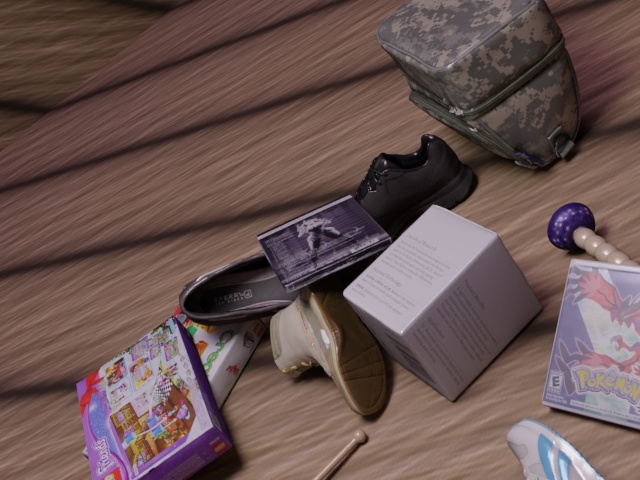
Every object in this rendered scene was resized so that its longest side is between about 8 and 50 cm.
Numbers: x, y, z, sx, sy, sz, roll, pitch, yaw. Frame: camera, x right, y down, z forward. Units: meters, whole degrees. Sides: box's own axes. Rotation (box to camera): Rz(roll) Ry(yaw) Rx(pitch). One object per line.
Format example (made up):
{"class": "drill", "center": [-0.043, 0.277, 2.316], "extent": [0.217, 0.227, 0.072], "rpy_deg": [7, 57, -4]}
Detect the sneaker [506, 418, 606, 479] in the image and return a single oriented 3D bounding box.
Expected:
{"class": "sneaker", "center": [0.257, 0.276, 1.006], "extent": [0.092, 0.087, 0.229], "rpy_deg": [-41, 31, -1]}

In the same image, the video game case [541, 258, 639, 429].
{"class": "video game case", "center": [0.359, 0.120, 1.080], "extent": [0.201, 0.023, 0.184], "rpy_deg": [7, 82, 48]}

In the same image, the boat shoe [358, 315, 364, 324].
{"class": "boat shoe", "center": [0.014, 0.119, 1.456], "extent": [0.152, 0.049, 0.056], "rpy_deg": [-28, 35, 16]}

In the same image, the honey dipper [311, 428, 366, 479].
{"class": "honey dipper", "center": [0.001, 0.311, 1.256], "extent": [0.160, 0.030, 0.030], "rpy_deg": [-45, 34, -14]}

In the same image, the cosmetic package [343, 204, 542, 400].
{"class": "cosmetic package", "center": [0.164, 0.080, 1.270], "extent": [0.183, 0.151, 0.151], "rpy_deg": [-43, 33, -10]}

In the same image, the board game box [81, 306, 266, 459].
{"class": "board game box", "center": [-0.235, 0.243, 1.537], "extent": [0.193, 0.053, 0.305], "rpy_deg": [-1, 48, 41]}

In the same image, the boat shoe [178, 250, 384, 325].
{"class": "boat shoe", "center": [-0.061, 0.066, 1.477], "extent": [0.335, 0.112, 0.095], "rpy_deg": [-16, 0, 6]}

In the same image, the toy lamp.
{"class": "toy lamp", "center": [0.387, 0.038, 1.183], "extent": [0.080, 0.080, 0.275], "rpy_deg": [-37, 31, 2]}

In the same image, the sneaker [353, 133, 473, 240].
{"class": "sneaker", "center": [0.101, -0.072, 1.536], "extent": [0.286, 0.130, 0.109], "rpy_deg": [-35, 34, 6]}

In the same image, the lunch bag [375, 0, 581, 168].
{"class": "lunch bag", "center": [0.263, -0.266, 1.504], "extent": [0.212, 0.256, 0.305], "rpy_deg": [-41, 32, 0]}

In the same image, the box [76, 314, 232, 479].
{"class": "box", "center": [-0.262, 0.263, 1.437], "extent": [0.201, 0.057, 0.293], "rpy_deg": [-35, 35, 1]}

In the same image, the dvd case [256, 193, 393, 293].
{"class": "dvd case", "center": [0.000, 0.000, 1.399], "extent": [0.164, 0.018, 0.221], "rpy_deg": [-25, 24, -5]}

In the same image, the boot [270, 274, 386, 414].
{"class": "boot", "center": [0.005, 0.171, 1.364], "extent": [0.165, 0.077, 0.213], "rpy_deg": [-45, 63, 49]}
